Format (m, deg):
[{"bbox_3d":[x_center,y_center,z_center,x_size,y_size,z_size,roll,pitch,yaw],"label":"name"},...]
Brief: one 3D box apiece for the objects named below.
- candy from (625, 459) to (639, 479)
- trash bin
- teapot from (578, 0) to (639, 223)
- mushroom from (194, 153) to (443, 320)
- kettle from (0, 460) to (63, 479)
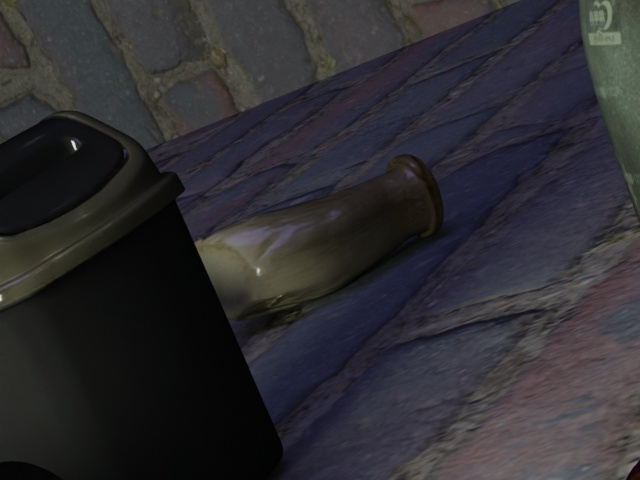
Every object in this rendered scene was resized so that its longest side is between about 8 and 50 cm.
[{"bbox_3d":[0.159,0.136,0.918,0.045,0.043,0.175,-31,7,33],"label":"candy"},{"bbox_3d":[-0.166,0.072,1.308,0.182,0.290,0.209,-17,15,39],"label":"trash bin"},{"bbox_3d":[0.271,-0.106,1.096,0.233,0.312,0.315,-28,11,-1],"label":"teapot"},{"bbox_3d":[-0.002,0.002,1.794,0.247,0.096,0.108,-23,10,-8],"label":"mushroom"},{"bbox_3d":[-0.255,0.240,1.049,0.236,0.161,0.221,-21,7,27],"label":"kettle"}]
